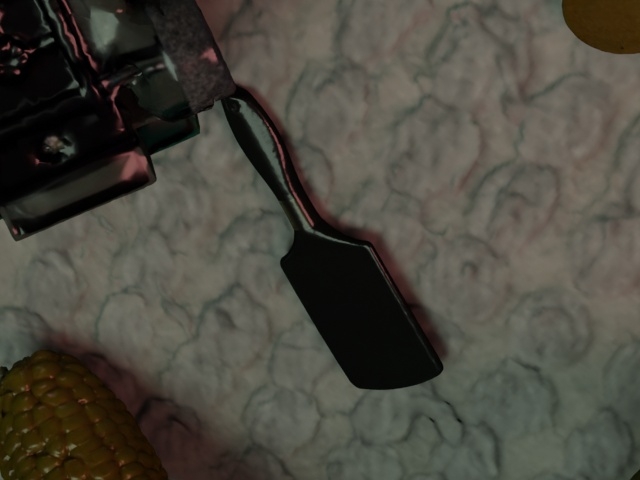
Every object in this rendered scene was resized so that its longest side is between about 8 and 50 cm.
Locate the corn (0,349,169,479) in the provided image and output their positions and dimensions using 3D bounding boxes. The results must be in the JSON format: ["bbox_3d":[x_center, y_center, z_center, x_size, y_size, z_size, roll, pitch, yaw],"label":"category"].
[{"bbox_3d":[-0.100,0.199,1.106,0.313,0.102,0.102,53,139,20],"label":"corn"}]

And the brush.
[{"bbox_3d":[0.000,0.000,1.005,0.063,0.016,0.193,-13,119,36],"label":"brush"}]

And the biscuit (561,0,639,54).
[{"bbox_3d":[0.163,-0.120,0.802,0.158,0.035,0.240,-11,119,38],"label":"biscuit"}]

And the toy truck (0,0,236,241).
[{"bbox_3d":[-0.172,-0.157,0.856,0.176,0.178,0.363,-24,122,0],"label":"toy truck"}]

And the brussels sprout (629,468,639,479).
[{"bbox_3d":[0.249,0.232,0.878,0.273,0.317,0.243,2,158,-11],"label":"brussels sprout"}]
